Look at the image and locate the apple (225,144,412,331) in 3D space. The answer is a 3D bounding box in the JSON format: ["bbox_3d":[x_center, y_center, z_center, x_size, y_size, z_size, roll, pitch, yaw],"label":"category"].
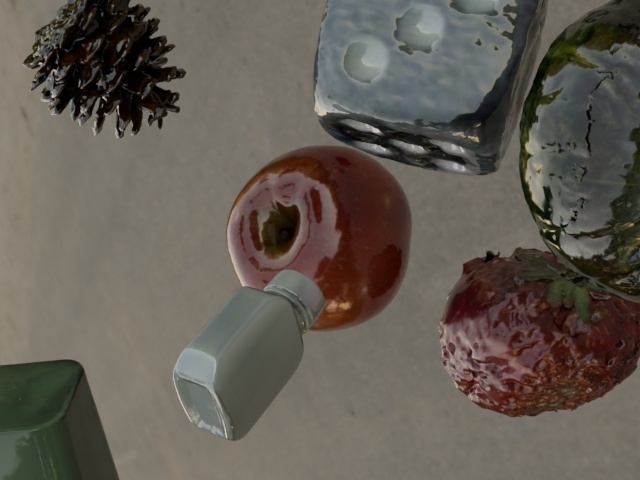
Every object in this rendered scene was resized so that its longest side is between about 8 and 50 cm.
[{"bbox_3d":[0.000,0.000,1.397,0.216,0.260,0.260,22,-158,-53],"label":"apple"}]

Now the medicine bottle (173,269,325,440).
[{"bbox_3d":[-0.069,0.112,1.060,0.069,0.183,0.119,15,137,33],"label":"medicine bottle"}]

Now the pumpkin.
[{"bbox_3d":[0.253,-0.064,0.688,0.159,0.237,0.238,-126,19,-68],"label":"pumpkin"}]

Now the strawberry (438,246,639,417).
[{"bbox_3d":[0.282,0.129,1.348,0.274,0.274,0.221,37,122,50],"label":"strawberry"}]

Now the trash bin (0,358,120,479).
[{"bbox_3d":[-0.329,0.316,1.116,0.158,0.222,0.344,-87,-9,-62],"label":"trash bin"}]

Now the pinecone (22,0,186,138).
[{"bbox_3d":[-0.227,-0.187,1.112,0.165,0.163,0.163,41,168,-24],"label":"pinecone"}]

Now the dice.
[{"bbox_3d":[0.101,-0.168,0.929,0.183,0.182,0.181,15,173,11],"label":"dice"}]
